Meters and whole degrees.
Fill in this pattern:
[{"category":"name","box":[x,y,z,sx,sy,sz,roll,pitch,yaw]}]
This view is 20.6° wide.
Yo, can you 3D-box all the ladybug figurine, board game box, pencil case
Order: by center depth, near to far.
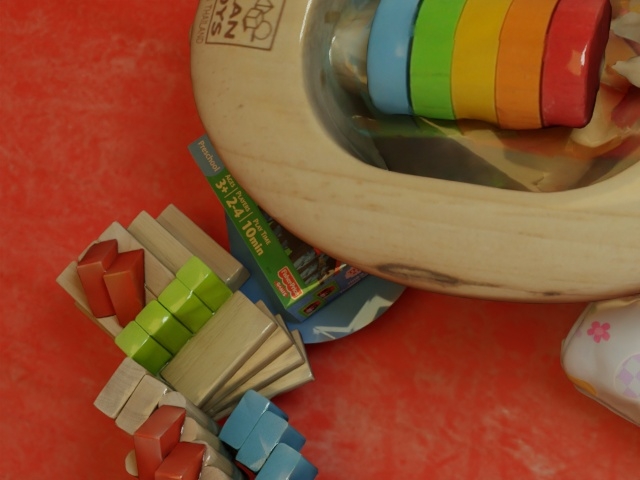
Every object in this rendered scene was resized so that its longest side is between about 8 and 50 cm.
[{"category":"ladybug figurine","box":[0.123,-0.107,1.139,0.449,0.162,0.305,13,84,26]},{"category":"pencil case","box":[0.287,0.117,1.142,0.273,0.113,0.124,40,126,20]},{"category":"board game box","box":[0.028,-0.065,1.280,0.211,0.039,0.160,-35,63,4]},{"category":"board game box","box":[0.000,0.000,1.308,0.133,0.033,0.169,-16,66,15]}]

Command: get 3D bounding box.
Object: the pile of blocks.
[{"category":"pile of blocks","box":[-0.081,0.118,1.207,0.149,0.112,0.362,-26,63,7]}]
